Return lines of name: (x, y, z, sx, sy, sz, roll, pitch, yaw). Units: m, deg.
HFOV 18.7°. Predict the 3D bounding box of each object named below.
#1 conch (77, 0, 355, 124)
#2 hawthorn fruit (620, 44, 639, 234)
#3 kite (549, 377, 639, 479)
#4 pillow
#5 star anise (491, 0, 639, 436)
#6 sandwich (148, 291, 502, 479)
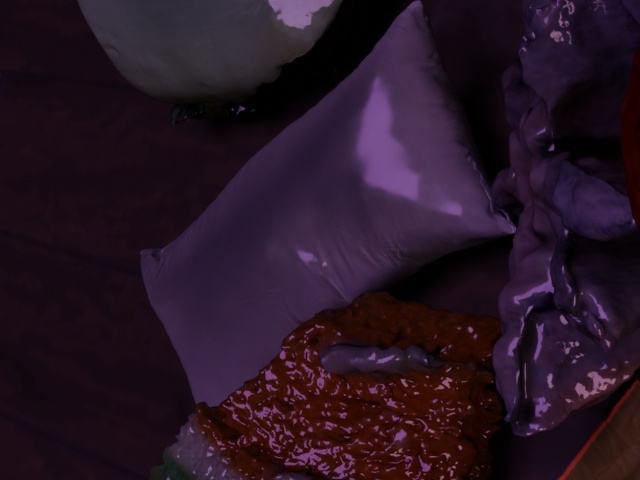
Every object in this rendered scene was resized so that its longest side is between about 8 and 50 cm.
conch: (-0.063, -0.151, 1.223, 0.143, 0.137, 0.250, -43, 56, -11)
hawthorn fruit: (0.212, -0.059, 0.711, 0.230, 0.210, 0.266, -19, 93, 63)
kite: (0.128, 0.242, 0.828, 0.327, 0.013, 0.377, -10, 67, 52)
pillow: (0.001, 0.000, 1.080, 0.254, 0.078, 0.144, -41, 56, 32)
star anise: (0.123, -0.027, 0.892, 0.229, 0.093, 0.236, -138, 55, -84)
sandwich: (-0.002, 0.099, 1.000, 0.185, 0.109, 0.160, 13, 88, 52)
